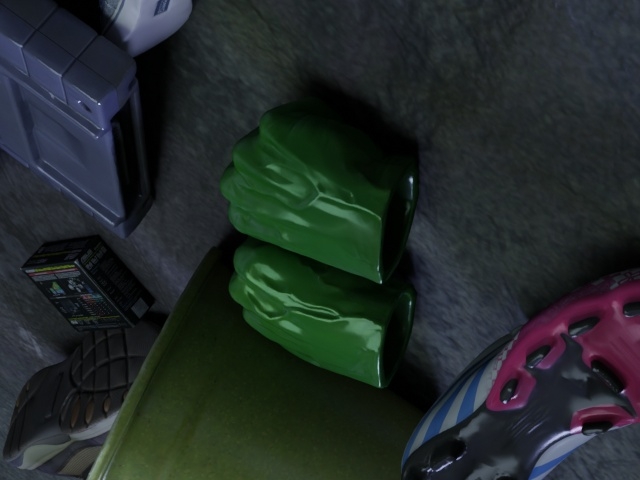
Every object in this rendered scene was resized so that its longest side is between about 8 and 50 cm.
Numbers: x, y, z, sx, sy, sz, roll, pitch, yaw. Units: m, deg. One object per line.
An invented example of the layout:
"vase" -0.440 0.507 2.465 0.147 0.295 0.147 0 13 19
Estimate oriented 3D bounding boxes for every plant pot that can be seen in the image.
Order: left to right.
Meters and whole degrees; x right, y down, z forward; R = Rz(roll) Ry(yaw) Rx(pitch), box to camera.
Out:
"plant pot" -0.044 0.182 1.679 0.254 0.276 0.276 26 152 0

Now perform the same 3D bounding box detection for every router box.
"router box" -0.231 0.044 1.905 0.092 0.038 0.122 50 151 -21

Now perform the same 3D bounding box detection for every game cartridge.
"game cartridge" -0.245 -0.127 1.564 0.230 0.068 0.355 32 165 7

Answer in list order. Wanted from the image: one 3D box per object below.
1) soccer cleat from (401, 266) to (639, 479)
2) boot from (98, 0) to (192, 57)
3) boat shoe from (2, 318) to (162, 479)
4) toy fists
"soccer cleat" 0.174 0.091 1.404 0.116 0.143 0.331 39 130 -11
"boot" -0.137 -0.199 1.408 0.086 0.069 0.190 61 157 7
"boat shoe" -0.206 0.172 2.003 0.130 0.132 0.355 25 155 -24
"toy fists" 0.000 0.000 1.491 0.142 0.096 0.279 20 147 15
